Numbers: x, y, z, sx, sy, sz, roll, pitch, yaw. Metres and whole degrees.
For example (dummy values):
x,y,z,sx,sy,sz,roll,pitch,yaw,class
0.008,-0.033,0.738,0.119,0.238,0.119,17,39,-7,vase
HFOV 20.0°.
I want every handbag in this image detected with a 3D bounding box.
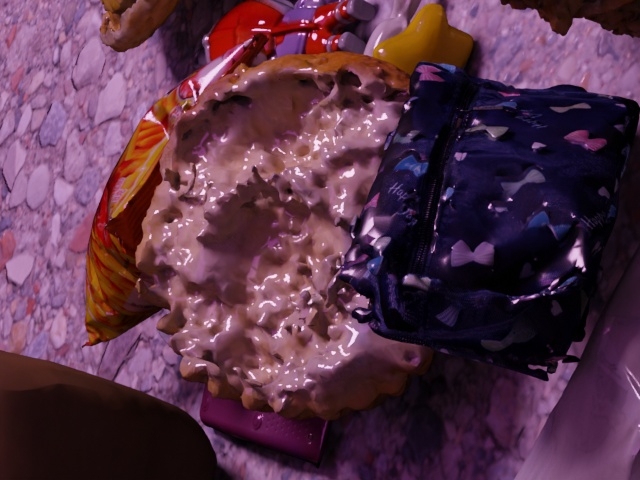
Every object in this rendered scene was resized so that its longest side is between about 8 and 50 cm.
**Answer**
x,y,z,sx,sy,sz,roll,pitch,yaw,class
0.104,-0.020,1.130,0.260,0.162,0.113,-69,-10,-51,handbag

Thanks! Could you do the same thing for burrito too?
x,y,z,sx,sy,sz,roll,pitch,yaw,class
0.222,0.048,1.052,0.445,0.101,0.139,-65,20,12,burrito

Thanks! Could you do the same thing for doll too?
x,y,z,sx,sy,sz,roll,pitch,yaw,class
0.056,-0.130,1.394,0.135,0.072,0.113,-61,29,26,doll
-0.041,-0.165,1.526,0.227,0.075,0.102,-8,63,51,doll

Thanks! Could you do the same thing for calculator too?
x,y,z,sx,sy,sz,roll,pitch,yaw,class
-0.039,0.104,1.453,0.190,0.034,0.126,8,84,56,calculator

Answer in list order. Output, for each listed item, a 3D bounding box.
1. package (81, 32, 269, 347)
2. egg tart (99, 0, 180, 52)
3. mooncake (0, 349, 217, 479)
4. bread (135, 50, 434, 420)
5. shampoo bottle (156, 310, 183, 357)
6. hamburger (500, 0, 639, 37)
x,y,z,sx,sy,sz,roll,pitch,yaw,class
-0.118,-0.030,1.486,0.223,0.108,0.288,-59,0,-21,package
-0.142,-0.344,1.629,0.345,0.132,0.345,-56,15,24,egg tart
-0.319,0.211,1.432,0.467,0.467,0.262,1,75,54,mooncake
0.000,0.000,1.311,0.274,0.149,0.274,-4,76,18,bread
-0.044,0.008,1.439,0.207,0.063,0.057,-48,24,5,shampoo bottle
0.176,-0.248,1.157,0.261,0.211,0.245,-10,74,47,hamburger
